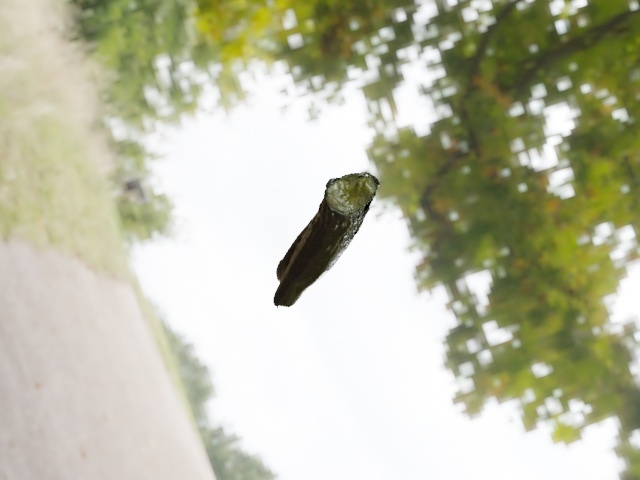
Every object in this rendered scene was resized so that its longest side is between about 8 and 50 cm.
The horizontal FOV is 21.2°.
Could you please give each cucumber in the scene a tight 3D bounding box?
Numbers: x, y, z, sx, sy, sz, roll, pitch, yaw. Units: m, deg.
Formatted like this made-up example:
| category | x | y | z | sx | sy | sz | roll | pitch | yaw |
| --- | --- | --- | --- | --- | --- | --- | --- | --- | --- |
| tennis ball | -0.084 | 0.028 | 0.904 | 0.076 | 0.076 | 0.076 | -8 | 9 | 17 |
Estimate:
| category | x | y | z | sx | sy | sz | roll | pitch | yaw |
| --- | --- | --- | --- | --- | --- | --- | --- | --- | --- |
| cucumber | 0.002 | 0.000 | 1.093 | 0.135 | 0.034 | 0.033 | 121 | -29 | -53 |
